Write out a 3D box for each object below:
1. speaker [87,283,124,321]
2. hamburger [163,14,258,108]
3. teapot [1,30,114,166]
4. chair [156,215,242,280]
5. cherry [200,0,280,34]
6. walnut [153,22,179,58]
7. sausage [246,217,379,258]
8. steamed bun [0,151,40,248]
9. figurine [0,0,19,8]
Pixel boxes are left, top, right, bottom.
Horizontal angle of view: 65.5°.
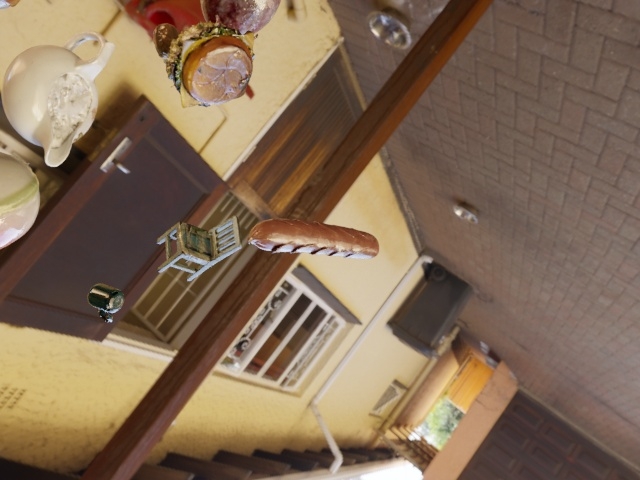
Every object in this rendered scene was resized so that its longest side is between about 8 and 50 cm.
[{"bbox_3d":[-0.530,0.158,1.222,0.075,0.094,0.060,16,-172,19],"label":"speaker"},{"bbox_3d":[-0.287,-0.476,1.329,0.139,0.261,0.243,57,144,27],"label":"hamburger"},{"bbox_3d":[-0.537,-0.302,1.023,0.139,0.298,0.204,16,175,18],"label":"teapot"},{"bbox_3d":[-0.412,0.009,1.667,0.147,0.270,0.136,28,-140,-46],"label":"chair"},{"bbox_3d":[-0.234,-0.713,1.434,0.230,0.300,0.203,19,-167,-28],"label":"cherry"},{"bbox_3d":[-0.439,-0.571,1.424,0.079,0.096,0.082,-3,-173,36],"label":"walnut"},{"bbox_3d":[-0.001,-0.002,1.243,0.433,0.088,0.088,6,-162,-42],"label":"sausage"},{"bbox_3d":[-0.901,-0.079,1.295,0.309,0.309,0.309,37,174,5],"label":"steamed bun"},{"bbox_3d":[-0.792,-0.571,1.150,0.143,0.271,0.143,32,170,7],"label":"figurine"}]
